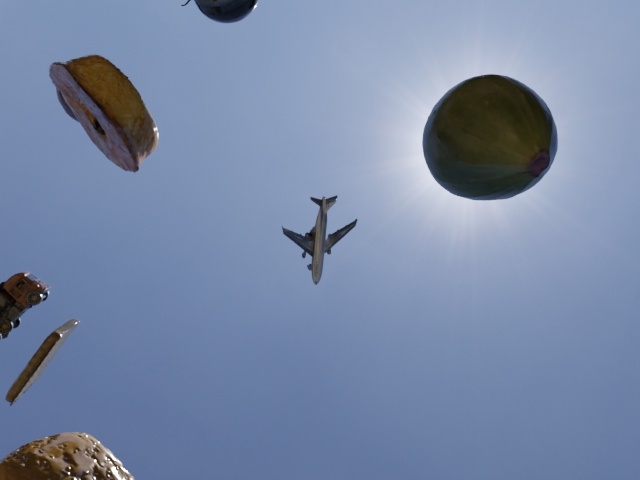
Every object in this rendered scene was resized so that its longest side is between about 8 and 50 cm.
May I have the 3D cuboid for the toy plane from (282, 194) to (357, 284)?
[{"bbox_3d":[-0.002,-0.003,1.464,0.226,0.226,0.058,-7,-150,-37],"label":"toy plane"}]

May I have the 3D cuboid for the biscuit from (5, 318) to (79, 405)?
[{"bbox_3d":[-0.610,0.257,1.358,0.029,0.254,0.172,36,-98,-11],"label":"biscuit"}]

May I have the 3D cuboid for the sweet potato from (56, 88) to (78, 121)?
[{"bbox_3d":[-0.786,-0.449,2.059,0.131,0.337,0.131,0,-90,2],"label":"sweet potato"}]

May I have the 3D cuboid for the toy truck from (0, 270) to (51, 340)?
[{"bbox_3d":[-0.717,0.155,1.408,0.192,0.092,0.083,-46,-170,-8],"label":"toy truck"}]

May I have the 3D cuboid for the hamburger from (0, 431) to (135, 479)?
[{"bbox_3d":[-0.449,0.465,1.091,0.259,0.283,0.144,37,-87,6],"label":"hamburger"}]

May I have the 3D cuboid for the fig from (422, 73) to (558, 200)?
[{"bbox_3d":[0.393,-0.219,1.393,0.316,0.316,0.316,-10,-125,14],"label":"fig"}]

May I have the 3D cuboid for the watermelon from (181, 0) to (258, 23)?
[{"bbox_3d":[-0.164,-0.401,0.992,0.133,0.105,0.105,-14,-126,7],"label":"watermelon"}]

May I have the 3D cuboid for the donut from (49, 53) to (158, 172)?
[{"bbox_3d":[-0.502,-0.309,1.464,0.303,0.303,0.110,31,-118,33],"label":"donut"}]
